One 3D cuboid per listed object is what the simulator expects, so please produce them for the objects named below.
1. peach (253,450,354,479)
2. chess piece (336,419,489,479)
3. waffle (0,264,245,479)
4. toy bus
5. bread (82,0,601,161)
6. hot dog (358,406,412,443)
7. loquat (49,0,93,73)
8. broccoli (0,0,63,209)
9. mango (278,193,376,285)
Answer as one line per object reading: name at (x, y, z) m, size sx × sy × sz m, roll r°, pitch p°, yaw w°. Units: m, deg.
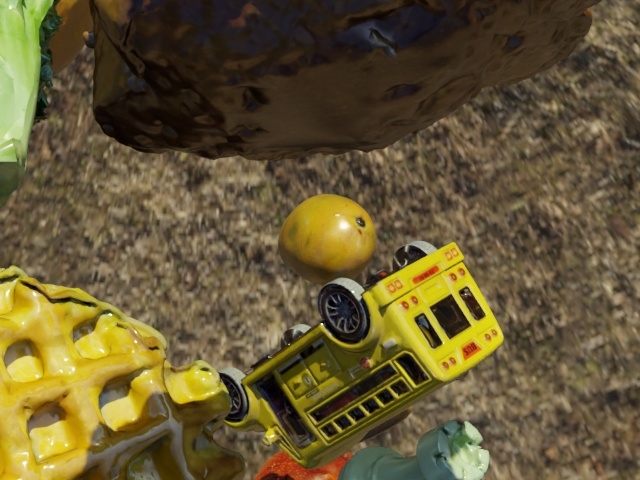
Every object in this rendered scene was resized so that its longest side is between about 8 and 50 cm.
peach at (-0.012, 0.434, 2.039) m, size 0.231 × 0.231 × 0.231 m, roll -2°, pitch 117°, yaw -3°
chess piece at (0.062, 0.153, 0.841) m, size 0.067 × 0.067 × 0.103 m, roll 29°, pitch 139°, yaw -17°
waffle at (-0.192, 0.168, 0.805) m, size 0.325 × 0.302 × 0.068 m, roll 28°, pitch 153°, yaw -18°
toy bus at (0.026, 0.132, 1.341) m, size 0.151 × 0.145 × 0.331 m, roll 57°, pitch 136°, yaw 6°
bread at (0.000, -0.114, 0.566) m, size 0.232 × 0.247 × 0.135 m, roll -22°, pitch 75°, yaw 8°
hot dog at (0.051, 0.221, 1.663) m, size 0.140 × 0.060 × 0.090 m, roll -30°, pitch 149°, yaw -12°
loquat at (-0.435, -0.330, 1.631) m, size 0.328 × 0.328 × 0.328 m, roll -2°, pitch 117°, yaw -3°
broccoli at (-0.305, -0.128, 0.920) m, size 0.308 × 0.275 × 0.308 m, roll -18°, pitch 147°, yaw -12°
mango at (0.003, -0.004, 1.576) m, size 0.089 × 0.163 × 0.111 m, roll 22°, pitch 94°, yaw -33°
